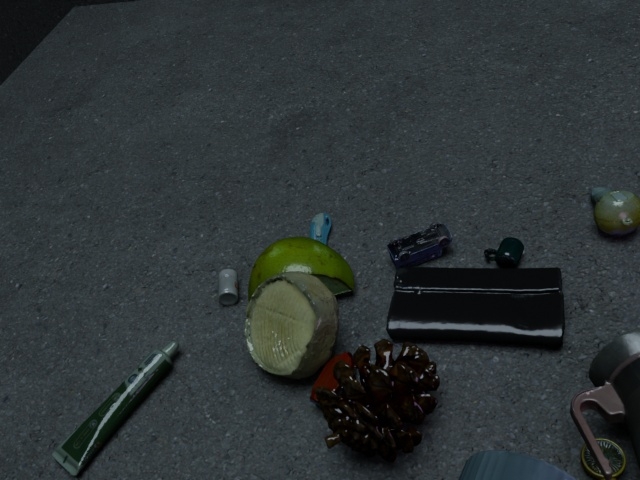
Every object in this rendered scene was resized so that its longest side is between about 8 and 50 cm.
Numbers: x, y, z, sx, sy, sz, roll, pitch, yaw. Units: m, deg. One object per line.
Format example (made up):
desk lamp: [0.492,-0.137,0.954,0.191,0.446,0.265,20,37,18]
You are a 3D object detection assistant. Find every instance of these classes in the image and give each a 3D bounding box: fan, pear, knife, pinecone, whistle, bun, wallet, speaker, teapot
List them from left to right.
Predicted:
pear: [-0.074,0.055,1.800,0.288,0.139,0.239,-18,39,8]
bun: [-0.059,0.200,1.628,0.259,0.152,0.259,-6,81,42]
knife: [0.000,0.000,1.916,0.064,0.031,0.221,-9,45,9]
pinecone: [0.130,0.330,1.417,0.244,0.244,0.309,23,45,33]
wallet: [0.374,0.152,1.634,0.406,0.062,0.228,0,46,17]
speaker: [0.473,0.037,1.735,0.094,0.060,0.075,-20,29,52]
fan: [0.550,0.460,1.294,0.082,0.039,0.155,-5,47,11]
whistle: [0.757,-0.080,1.743,0.123,0.122,0.223,-11,23,6]
teapot: [0.646,0.352,1.240,0.300,0.253,0.344,-15,37,1]

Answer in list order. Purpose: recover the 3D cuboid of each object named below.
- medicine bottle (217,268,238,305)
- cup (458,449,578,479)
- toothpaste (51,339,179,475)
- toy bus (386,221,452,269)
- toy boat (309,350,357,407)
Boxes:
medicine bottle: [-0.253,0.128,1.845,0.057,0.057,0.089,-13,44,4]
cup: [0.302,0.563,1.153,0.257,0.331,0.311,34,54,0]
toothpaste: [-0.484,0.394,1.649,0.099,0.061,0.392,23,59,33]
toy bus: [0.266,0.017,1.791,0.168,0.076,0.073,-20,43,-1]
toy boat: [0.035,0.325,1.567,0.069,0.058,0.173,13,45,26]
